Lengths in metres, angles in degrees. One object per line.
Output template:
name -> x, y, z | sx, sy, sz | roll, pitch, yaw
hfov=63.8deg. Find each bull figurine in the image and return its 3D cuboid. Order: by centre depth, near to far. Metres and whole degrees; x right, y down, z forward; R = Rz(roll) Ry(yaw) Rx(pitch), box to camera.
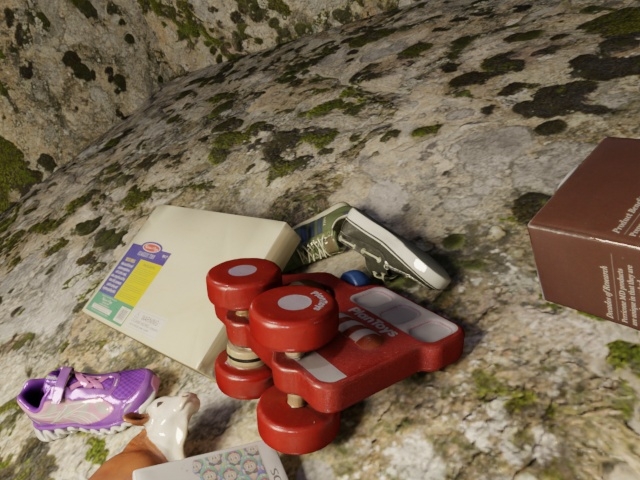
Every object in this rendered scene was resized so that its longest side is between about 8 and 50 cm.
bull figurine -> -0.231, 0.317, 0.577 | 0.310, 0.101, 0.188 | -42, 37, -24

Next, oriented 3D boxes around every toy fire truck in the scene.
toy fire truck -> 0.000, 0.114, 0.680 | 0.253, 0.170, 0.302 | -13, 22, -31

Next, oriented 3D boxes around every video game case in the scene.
video game case -> -0.099, 0.279, 0.520 | 0.157, 0.019, 0.143 | -3, 34, -27

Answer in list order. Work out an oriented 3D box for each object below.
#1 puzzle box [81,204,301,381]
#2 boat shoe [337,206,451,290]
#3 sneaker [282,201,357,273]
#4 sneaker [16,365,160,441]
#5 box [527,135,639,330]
puzzle box -> -0.251, 0.066, 0.936 | 0.408, 0.052, 0.272 | 10, 62, 43
boat shoe -> 0.107, 0.026, 0.791 | 0.219, 0.077, 0.070 | 40, 104, 46
sneaker -> 0.000, 0.000, 0.899 | 0.192, 0.064, 0.086 | -35, 31, -16
sneaker -> -0.362, 0.235, 0.784 | 0.236, 0.105, 0.095 | -16, 32, 14
box -> 0.434, 0.014, 0.508 | 0.191, 0.143, 0.381 | -41, 37, -22
